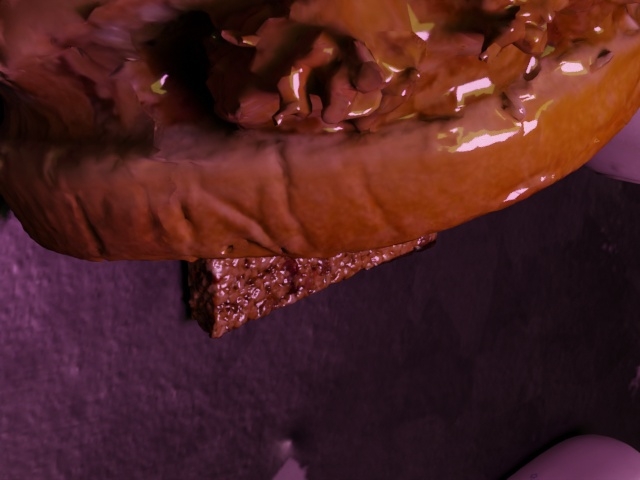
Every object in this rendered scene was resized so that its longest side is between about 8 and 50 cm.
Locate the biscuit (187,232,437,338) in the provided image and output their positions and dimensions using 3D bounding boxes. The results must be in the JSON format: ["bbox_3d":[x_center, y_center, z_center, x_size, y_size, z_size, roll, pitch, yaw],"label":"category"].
[{"bbox_3d":[0.000,0.000,1.134,0.199,0.034,0.064,-22,120,-35],"label":"biscuit"}]

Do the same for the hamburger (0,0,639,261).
[{"bbox_3d":[0.038,-0.154,0.902,0.445,0.287,0.268,-27,118,-17],"label":"hamburger"}]

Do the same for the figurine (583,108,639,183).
[{"bbox_3d":[0.218,-0.233,1.167,0.274,0.226,0.394,5,97,-14],"label":"figurine"}]

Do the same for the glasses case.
[{"bbox_3d":[0.154,0.225,1.319,0.233,0.092,0.059,-34,128,-27],"label":"glasses case"}]
